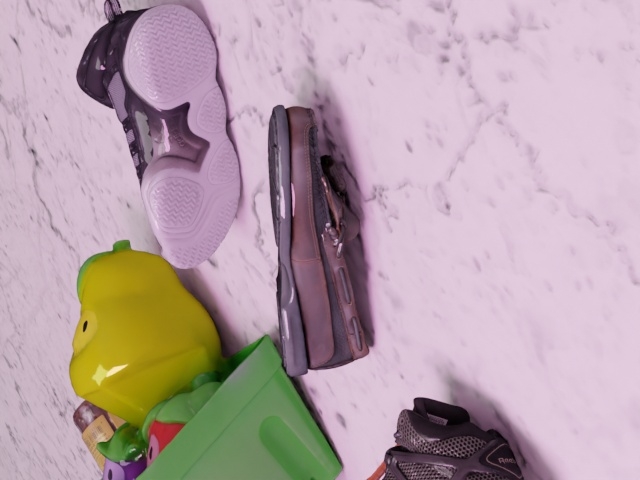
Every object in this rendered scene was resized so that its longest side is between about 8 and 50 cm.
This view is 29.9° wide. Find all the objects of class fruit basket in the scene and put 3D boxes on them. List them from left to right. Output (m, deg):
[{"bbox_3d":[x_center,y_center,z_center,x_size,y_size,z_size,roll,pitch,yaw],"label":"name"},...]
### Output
[{"bbox_3d":[-0.190,0.199,1.357,0.392,0.283,0.392,31,149,21],"label":"fruit basket"}]

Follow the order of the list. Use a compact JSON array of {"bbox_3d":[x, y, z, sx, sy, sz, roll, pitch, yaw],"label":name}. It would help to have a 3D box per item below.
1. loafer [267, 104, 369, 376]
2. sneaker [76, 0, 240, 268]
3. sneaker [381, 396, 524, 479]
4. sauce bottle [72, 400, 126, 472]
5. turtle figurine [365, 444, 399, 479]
[{"bbox_3d":[0.000,0.000,1.062,0.096,0.084,0.267,-103,9,-57],"label":"loafer"},{"bbox_3d":[-0.164,-0.112,1.200,0.153,0.101,0.269,28,130,48],"label":"sneaker"},{"bbox_3d":[0.074,0.218,1.029,0.227,0.087,0.130,-33,53,35],"label":"sneaker"},{"bbox_3d":[-0.215,0.358,1.654,0.344,0.111,0.111,56,151,16],"label":"sauce bottle"},{"bbox_3d":[0.123,0.327,1.077,0.217,0.087,0.270,13,92,48],"label":"turtle figurine"}]
